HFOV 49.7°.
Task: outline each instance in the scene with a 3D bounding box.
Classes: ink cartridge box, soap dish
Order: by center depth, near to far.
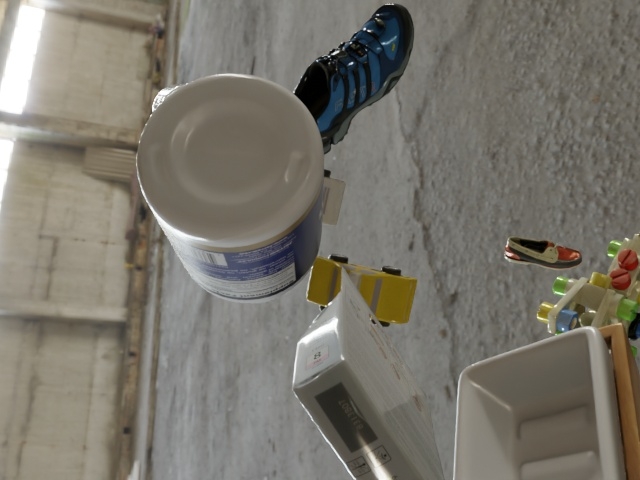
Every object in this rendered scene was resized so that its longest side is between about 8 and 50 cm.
[{"bbox_3d":[0.048,0.147,0.656,0.189,0.066,0.232,57,-174,-13],"label":"ink cartridge box"},{"bbox_3d":[0.270,0.259,0.796,0.229,0.118,0.291,-30,34,39],"label":"soap dish"}]

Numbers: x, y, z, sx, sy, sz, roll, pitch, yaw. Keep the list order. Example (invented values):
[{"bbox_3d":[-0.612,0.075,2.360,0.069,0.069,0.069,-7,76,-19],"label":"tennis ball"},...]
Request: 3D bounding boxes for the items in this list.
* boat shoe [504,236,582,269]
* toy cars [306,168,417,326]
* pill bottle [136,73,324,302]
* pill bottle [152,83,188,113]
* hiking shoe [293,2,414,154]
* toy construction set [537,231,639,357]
[{"bbox_3d":[0.401,0.020,1.241,0.049,0.137,0.043,-69,-18,-50],"label":"boat shoe"},{"bbox_3d":[0.000,0.000,1.168,0.176,0.394,0.087,-38,-9,13],"label":"toy cars"},{"bbox_3d":[-0.045,-0.016,0.415,0.169,0.094,0.094,92,178,-71],"label":"pill bottle"},{"bbox_3d":[-0.198,-0.190,1.029,0.160,0.087,0.087,-147,66,-66],"label":"pill bottle"},{"bbox_3d":[0.049,-0.282,1.175,0.113,0.132,0.304,38,94,25],"label":"hiking shoe"},{"bbox_3d":[0.474,0.055,1.064,0.328,0.215,0.151,-46,45,-5],"label":"toy construction set"}]
